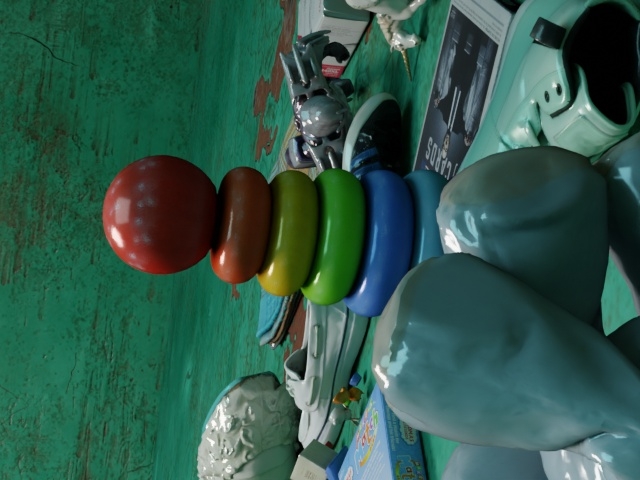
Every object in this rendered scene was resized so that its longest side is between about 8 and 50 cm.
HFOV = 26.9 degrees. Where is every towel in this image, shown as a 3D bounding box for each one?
[{"bbox_3d":[-0.037,-0.055,1.867,0.370,0.040,0.271,114,158,-52],"label":"towel"}]

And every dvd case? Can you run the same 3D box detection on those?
[{"bbox_3d":[0.129,-0.104,1.193,0.179,0.029,0.238,-113,32,-66],"label":"dvd case"}]

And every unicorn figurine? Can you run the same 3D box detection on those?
[{"bbox_3d":[0.075,-0.241,1.356,0.111,0.162,0.060,-24,50,43],"label":"unicorn figurine"}]

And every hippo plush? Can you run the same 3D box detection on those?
[{"bbox_3d":[0.173,0.103,0.638,0.294,0.234,0.236,32,146,30],"label":"hippo plush"}]

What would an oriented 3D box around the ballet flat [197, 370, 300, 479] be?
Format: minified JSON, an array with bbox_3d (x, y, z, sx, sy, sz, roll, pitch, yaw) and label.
[{"bbox_3d":[-0.089,0.326,1.779,0.409,0.147,0.147,108,163,-51],"label":"ballet flat"}]

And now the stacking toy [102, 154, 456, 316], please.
[{"bbox_3d":[0.000,0.000,1.022,0.141,0.330,0.141,-174,90,-77],"label":"stacking toy"}]

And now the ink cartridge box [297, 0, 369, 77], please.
[{"bbox_3d":[0.016,-0.290,1.698,0.150,0.063,0.109,125,150,-65],"label":"ink cartridge box"}]

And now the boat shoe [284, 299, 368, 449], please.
[{"bbox_3d":[-0.007,0.149,1.546,0.083,0.076,0.226,-106,26,-60],"label":"boat shoe"}]

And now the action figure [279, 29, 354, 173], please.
[{"bbox_3d":[0.007,-0.143,1.532,0.285,0.099,0.185,-145,47,-86],"label":"action figure"}]

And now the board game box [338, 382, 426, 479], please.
[{"bbox_3d":[0.061,0.263,1.279,0.211,0.039,0.160,-98,19,-45],"label":"board game box"}]

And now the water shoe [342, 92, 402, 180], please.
[{"bbox_3d":[0.064,-0.054,1.402,0.080,0.073,0.203,10,82,39],"label":"water shoe"}]

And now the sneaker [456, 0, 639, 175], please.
[{"bbox_3d":[0.151,-0.048,0.903,0.151,0.094,0.256,-133,53,-81],"label":"sneaker"}]

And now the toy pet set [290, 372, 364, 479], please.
[{"bbox_3d":[0.026,0.228,1.459,0.114,0.065,0.122,-42,-24,-52],"label":"toy pet set"}]
